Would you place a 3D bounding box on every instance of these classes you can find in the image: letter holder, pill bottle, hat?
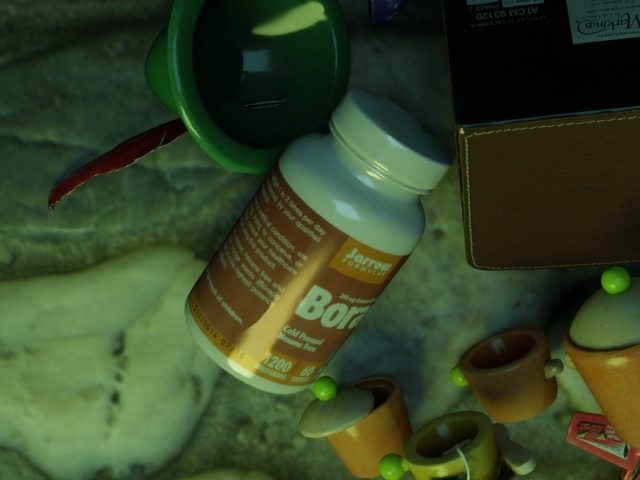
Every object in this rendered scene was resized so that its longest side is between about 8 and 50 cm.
[{"bbox_3d":[0.249,-0.095,0.774,0.302,0.214,0.152,-6,59,7],"label":"letter holder"},{"bbox_3d":[0.000,0.000,0.783,0.121,0.121,0.216,34,112,-4],"label":"pill bottle"},{"bbox_3d":[-0.110,-0.136,0.837,0.208,0.183,0.173,-30,114,-39],"label":"hat"}]

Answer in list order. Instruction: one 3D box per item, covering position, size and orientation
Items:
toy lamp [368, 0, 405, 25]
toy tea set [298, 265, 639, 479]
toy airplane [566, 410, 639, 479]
[{"bbox_3d":[0.173,-0.206,0.803,0.275,0.080,0.080,-5,97,2],"label":"toy lamp"},{"bbox_3d":[0.136,0.093,0.783,0.336,0.200,0.124,-22,105,8],"label":"toy tea set"},{"bbox_3d":[0.271,0.146,0.868,0.151,0.028,0.151,-3,104,-11],"label":"toy airplane"}]
